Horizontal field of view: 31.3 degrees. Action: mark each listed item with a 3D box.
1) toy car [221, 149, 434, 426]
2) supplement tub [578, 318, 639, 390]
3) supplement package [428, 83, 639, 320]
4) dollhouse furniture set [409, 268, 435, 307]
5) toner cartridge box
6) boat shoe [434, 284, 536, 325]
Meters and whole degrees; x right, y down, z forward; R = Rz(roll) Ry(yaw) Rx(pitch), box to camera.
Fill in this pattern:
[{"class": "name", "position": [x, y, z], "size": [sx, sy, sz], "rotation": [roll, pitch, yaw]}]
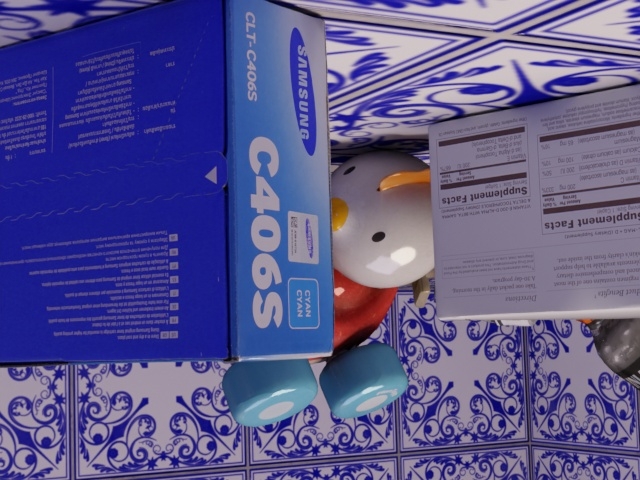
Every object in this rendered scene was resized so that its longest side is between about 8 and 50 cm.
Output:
[{"class": "toy car", "position": [0.017, -0.003, 0.926], "size": [0.210, 0.219, 0.238], "rotation": [4, 143, -45]}, {"class": "supplement tub", "position": [0.420, 0.098, 1.122], "size": [0.338, 0.207, 0.207], "rotation": [36, 180, 8]}, {"class": "supplement package", "position": [0.241, -0.020, 0.796], "size": [0.262, 0.145, 0.204], "rotation": [-6, 173, 43]}, {"class": "dollhouse furniture set", "position": [0.000, 0.000, 1.238], "size": [0.212, 0.161, 0.242], "rotation": [-1, 153, -6]}, {"class": "toner cartridge box", "position": [-0.154, -0.014, 0.612], "size": [0.348, 0.165, 0.075], "rotation": [-5, 175, 37]}, {"class": "boat shoe", "position": [0.197, 0.023, 1.197], "size": [0.105, 0.113, 0.306], "rotation": [-3, -164, 24]}]
